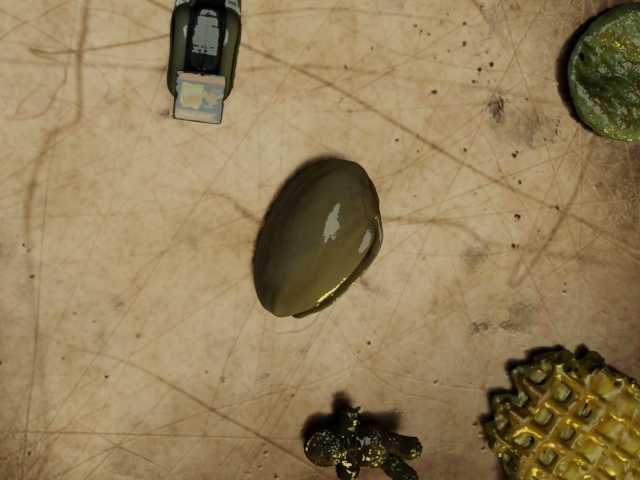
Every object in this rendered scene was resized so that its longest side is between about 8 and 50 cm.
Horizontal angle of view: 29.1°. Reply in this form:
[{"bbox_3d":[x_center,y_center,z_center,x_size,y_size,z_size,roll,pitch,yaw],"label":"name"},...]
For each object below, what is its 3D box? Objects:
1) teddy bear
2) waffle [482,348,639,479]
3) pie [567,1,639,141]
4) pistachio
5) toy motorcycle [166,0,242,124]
[{"bbox_3d":[0.060,0.277,1.660,0.160,0.078,0.119,10,120,9],"label":"teddy bear"},{"bbox_3d":[0.366,0.276,1.695,0.280,0.060,0.262,-9,99,-5],"label":"waffle"},{"bbox_3d":[0.417,-0.223,1.640,0.187,0.041,0.187,-1,97,-6],"label":"pie"},{"bbox_3d":[0.000,0.000,1.589,0.152,0.126,0.223,29,100,25],"label":"pistachio"},{"bbox_3d":[-0.137,-0.281,1.516,0.091,0.157,0.263,6,99,-9],"label":"toy motorcycle"}]
